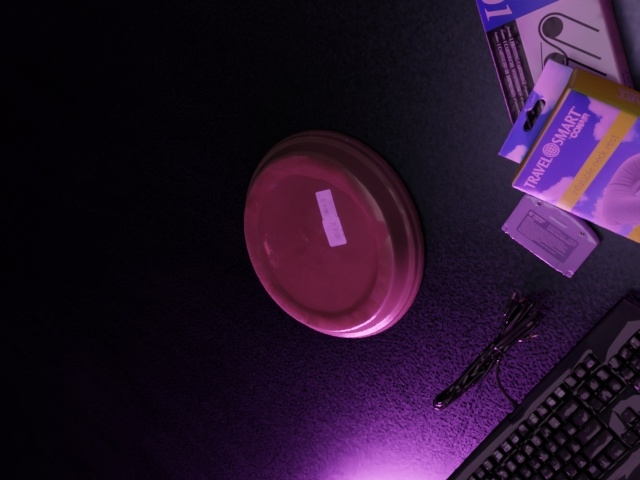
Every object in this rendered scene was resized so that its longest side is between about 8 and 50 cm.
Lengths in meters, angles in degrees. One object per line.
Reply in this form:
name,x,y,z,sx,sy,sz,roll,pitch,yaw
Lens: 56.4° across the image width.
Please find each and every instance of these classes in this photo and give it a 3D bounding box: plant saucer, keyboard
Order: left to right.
plant saucer,0.000,0.000,0.758,0.278,0.041,0.277,14,114,34
keyboard,0.208,0.183,0.601,0.317,0.033,0.201,-54,52,18

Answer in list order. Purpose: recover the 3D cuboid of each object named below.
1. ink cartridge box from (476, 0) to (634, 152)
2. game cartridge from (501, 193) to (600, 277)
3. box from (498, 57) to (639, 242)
ink cartridge box,0.198,-0.191,0.522,0.097,0.046,0.207,-14,98,40
game cartridge,0.228,-0.009,0.589,0.083,0.017,0.056,40,131,19
box,0.246,-0.065,0.490,0.178,0.042,0.109,25,138,9
